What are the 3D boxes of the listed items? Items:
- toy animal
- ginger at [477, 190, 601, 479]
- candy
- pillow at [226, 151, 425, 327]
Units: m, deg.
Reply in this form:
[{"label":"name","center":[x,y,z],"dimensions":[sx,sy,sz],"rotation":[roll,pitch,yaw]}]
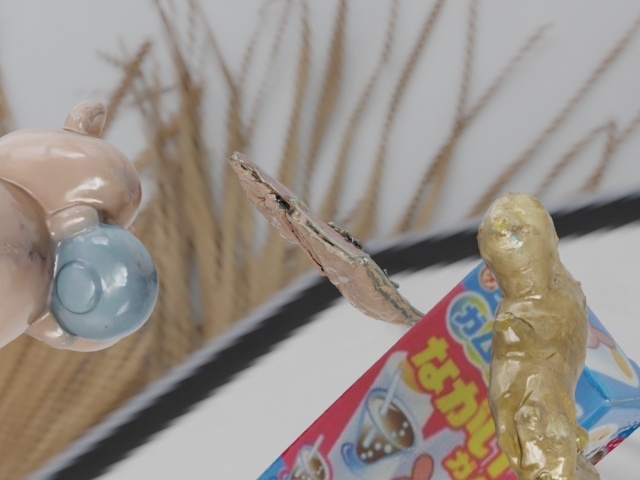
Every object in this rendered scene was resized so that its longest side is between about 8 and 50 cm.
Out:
[{"label":"toy animal","center":[-0.267,0.008,1.729],"dimensions":[0.229,0.221,0.210],"rotation":[-121,-146,-58]},{"label":"ginger","center":[0.111,0.091,0.950],"dimensions":[0.176,0.052,0.193],"rotation":[-85,162,-60]},{"label":"candy","center":[0.101,0.160,1.557],"dimensions":[0.100,0.306,0.157],"rotation":[7,44,-57]},{"label":"pillow","center":[0.000,0.000,1.855],"dimensions":[0.232,0.043,0.126],"rotation":[41,-8,45]}]
